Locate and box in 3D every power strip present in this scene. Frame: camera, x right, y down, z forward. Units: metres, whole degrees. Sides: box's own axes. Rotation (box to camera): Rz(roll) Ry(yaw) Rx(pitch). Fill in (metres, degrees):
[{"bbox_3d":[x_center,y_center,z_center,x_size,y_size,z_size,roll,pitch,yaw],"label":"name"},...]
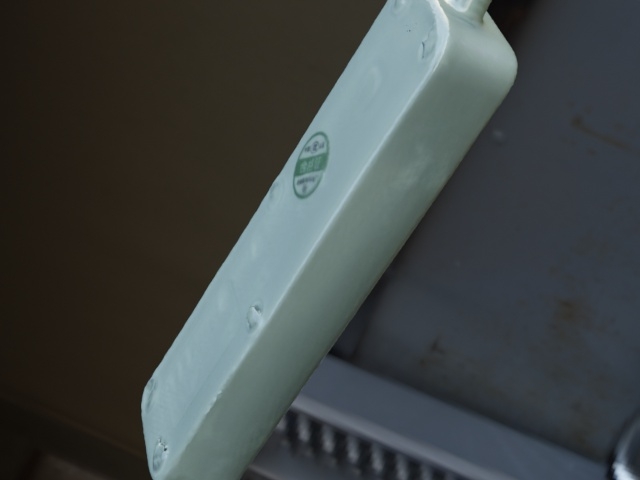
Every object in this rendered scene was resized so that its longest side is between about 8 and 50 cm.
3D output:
[{"bbox_3d":[-0.001,0.000,0.866,0.385,0.062,0.091,-56,30,26],"label":"power strip"}]
